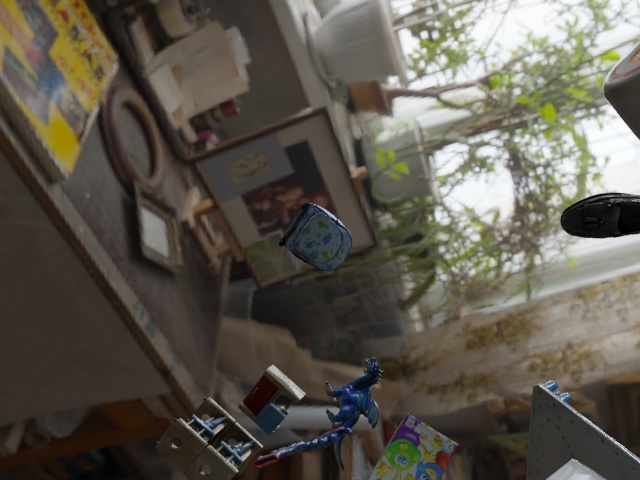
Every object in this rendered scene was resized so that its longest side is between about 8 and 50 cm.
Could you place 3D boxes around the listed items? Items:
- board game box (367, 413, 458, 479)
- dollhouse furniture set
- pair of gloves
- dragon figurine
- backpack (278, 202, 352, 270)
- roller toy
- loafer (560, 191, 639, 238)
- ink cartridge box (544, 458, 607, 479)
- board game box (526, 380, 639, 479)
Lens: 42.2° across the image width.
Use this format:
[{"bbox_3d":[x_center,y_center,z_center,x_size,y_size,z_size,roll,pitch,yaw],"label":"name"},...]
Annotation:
[{"bbox_3d":[0.187,0.571,1.948,0.275,0.142,0.144,-56,169,-20],"label":"board game box"},{"bbox_3d":[-0.143,0.286,1.324,0.129,0.184,0.129,40,14,8],"label":"dollhouse furniture set"},{"bbox_3d":[-0.030,0.380,1.524,0.159,0.198,0.023,26,44,-77],"label":"pair of gloves"},{"bbox_3d":[0.091,0.403,2.000,0.289,0.143,0.085,-89,165,-51],"label":"dragon figurine"},{"bbox_3d":[0.000,0.000,1.540,0.114,0.105,0.084,33,3,-18],"label":"backpack"},{"bbox_3d":[0.535,-0.232,1.232,0.146,0.191,0.209,47,10,-9],"label":"roller toy"},{"bbox_3d":[0.644,-0.052,1.752,0.084,0.267,0.096,-47,128,-68],"label":"loafer"},{"bbox_3d":[0.430,0.571,1.521,0.117,0.201,0.278,32,-47,41],"label":"ink cartridge box"},{"bbox_3d":[0.614,0.550,1.821,0.390,0.050,0.390,39,-36,46],"label":"board game box"}]
